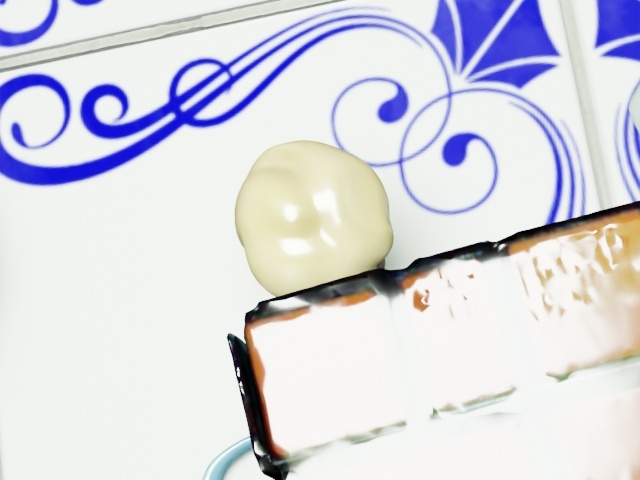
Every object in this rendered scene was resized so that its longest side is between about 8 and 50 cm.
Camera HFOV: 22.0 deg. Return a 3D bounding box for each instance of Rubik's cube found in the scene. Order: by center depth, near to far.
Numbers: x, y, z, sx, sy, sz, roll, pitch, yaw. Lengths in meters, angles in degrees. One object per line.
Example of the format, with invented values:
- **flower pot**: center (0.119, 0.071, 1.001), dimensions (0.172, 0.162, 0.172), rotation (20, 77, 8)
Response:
- **Rubik's cube**: center (0.124, 0.164, 1.059), dimensions (0.293, 0.288, 0.283), rotation (-13, 75, 5)

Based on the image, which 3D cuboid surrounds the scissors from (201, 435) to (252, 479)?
- **scissors**: center (-0.122, 0.224, 1.220), dimensions (0.256, 0.030, 0.125), rotation (-13, 74, 4)

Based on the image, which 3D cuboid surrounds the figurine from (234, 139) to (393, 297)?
- **figurine**: center (0.000, 0.000, 1.169), dimensions (0.108, 0.196, 0.114), rotation (-4, 75, 5)

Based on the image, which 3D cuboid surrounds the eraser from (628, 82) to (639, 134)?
- **eraser**: center (0.331, -0.015, 1.120), dimensions (0.104, 0.189, 0.290), rotation (-14, 71, -24)
